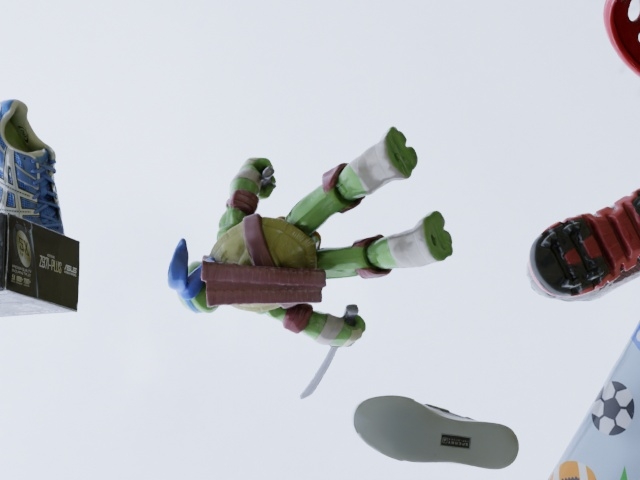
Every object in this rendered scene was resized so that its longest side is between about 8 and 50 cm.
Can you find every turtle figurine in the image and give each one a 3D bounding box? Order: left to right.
[{"bbox_3d":[0.000,0.000,1.664,0.275,0.266,0.197,34,-140,-51],"label":"turtle figurine"}]

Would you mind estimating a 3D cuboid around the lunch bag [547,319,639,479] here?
[{"bbox_3d":[0.420,0.243,1.418,0.385,0.327,0.239,36,-156,29],"label":"lunch bag"}]

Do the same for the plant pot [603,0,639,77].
[{"bbox_3d":[0.487,-0.306,2.121,0.174,0.191,0.191,-46,-66,-30],"label":"plant pot"}]

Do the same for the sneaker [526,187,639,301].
[{"bbox_3d":[0.359,0.001,1.944,0.135,0.276,0.097,122,127,-73],"label":"sneaker"}]

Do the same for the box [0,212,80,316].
[{"bbox_3d":[-0.352,0.029,1.634,0.147,0.180,0.077,29,-122,-67],"label":"box"}]

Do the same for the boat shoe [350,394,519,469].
[{"bbox_3d":[0.135,0.243,2.049,0.219,0.070,0.077,16,-97,-15],"label":"boat shoe"}]

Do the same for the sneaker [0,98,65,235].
[{"bbox_3d":[-0.323,-0.056,1.789,0.080,0.081,0.211,-21,-97,-54],"label":"sneaker"}]
